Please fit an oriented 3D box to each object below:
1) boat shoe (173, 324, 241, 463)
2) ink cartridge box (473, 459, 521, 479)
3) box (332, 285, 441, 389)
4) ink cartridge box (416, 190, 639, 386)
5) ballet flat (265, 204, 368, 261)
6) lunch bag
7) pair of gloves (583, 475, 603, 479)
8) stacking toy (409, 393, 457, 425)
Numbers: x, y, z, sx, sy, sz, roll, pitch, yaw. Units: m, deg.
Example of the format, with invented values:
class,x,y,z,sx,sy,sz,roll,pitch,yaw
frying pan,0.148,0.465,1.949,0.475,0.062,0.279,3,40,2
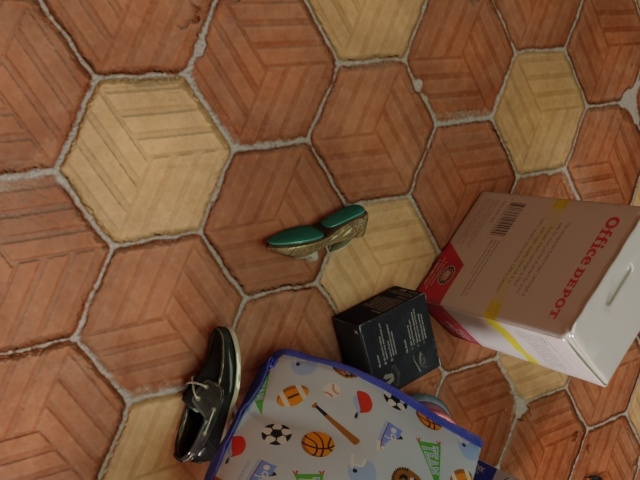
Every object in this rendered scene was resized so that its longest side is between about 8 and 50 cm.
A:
class,x,y,z,sx,sy,sz,roll,pitch,yaw
boat shoe,-0.184,0.252,1.291,0.079,0.084,0.233,10,95,-33
ink cartridge box,0.359,0.516,1.598,0.046,0.207,0.097,33,79,-32
box,0.124,0.188,1.470,0.158,0.093,0.155,-24,109,-29
ink cartridge box,0.405,0.073,1.457,0.160,0.385,0.279,45,74,-29
ballet flat,0.000,0.000,1.383,0.206,0.073,0.067,-20,122,-25
lunch bag,0.020,0.391,1.280,0.386,0.239,0.327,32,45,-5
pair of gloves,0.659,0.613,1.919,0.074,0.010,0.083,11,89,-32
stacking toy,0.155,0.461,1.553,0.280,0.130,0.308,-15,104,-3
